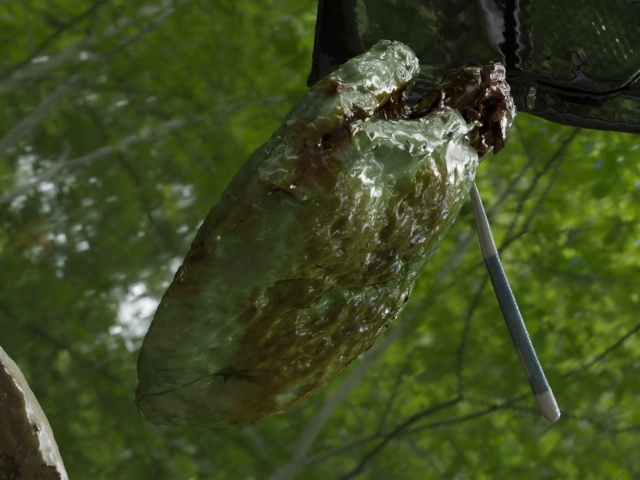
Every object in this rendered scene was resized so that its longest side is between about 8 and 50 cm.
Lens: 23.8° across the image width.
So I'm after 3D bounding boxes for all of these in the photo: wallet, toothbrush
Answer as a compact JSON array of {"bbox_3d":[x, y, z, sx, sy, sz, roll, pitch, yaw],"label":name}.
[{"bbox_3d":[0.160,-0.203,1.200,0.322,0.041,0.247,8,-112,-4],"label":"wallet"},{"bbox_3d":[0.152,0.033,1.319,0.276,0.025,0.019,69,-14,-8],"label":"toothbrush"}]

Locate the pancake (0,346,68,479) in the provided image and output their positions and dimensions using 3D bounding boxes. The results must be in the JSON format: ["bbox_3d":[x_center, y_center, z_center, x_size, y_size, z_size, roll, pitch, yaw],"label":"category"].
[{"bbox_3d":[-0.254,0.145,0.715,0.282,0.049,0.283,0,-85,-2],"label":"pancake"}]

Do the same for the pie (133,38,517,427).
[{"bbox_3d":[-0.007,0.004,0.930,0.105,0.257,0.274,41,-58,23],"label":"pie"}]
